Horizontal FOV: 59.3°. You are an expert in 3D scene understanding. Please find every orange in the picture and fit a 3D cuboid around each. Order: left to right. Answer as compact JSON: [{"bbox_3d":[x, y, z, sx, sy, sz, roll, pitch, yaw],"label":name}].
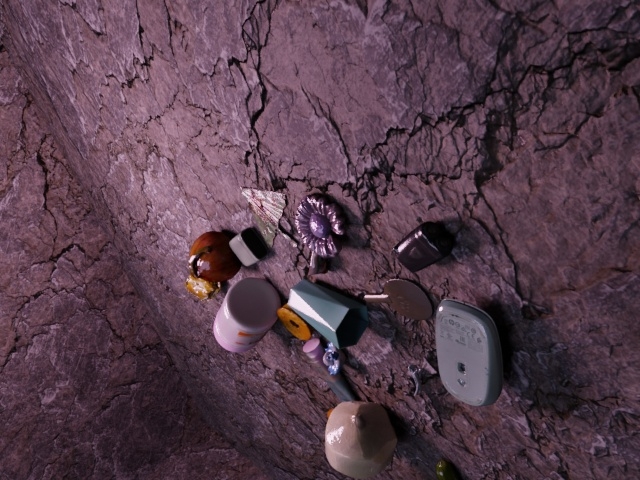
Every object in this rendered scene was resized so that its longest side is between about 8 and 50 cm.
[{"bbox_3d":[-0.479,0.171,2.333,0.170,0.112,0.160,-4,119,17],"label":"orange"}]

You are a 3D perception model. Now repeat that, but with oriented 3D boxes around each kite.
[{"bbox_3d":[-0.164,-0.076,1.734,0.268,0.013,0.323,46,150,11],"label":"kite"}]

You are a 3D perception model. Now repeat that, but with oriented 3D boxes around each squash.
[{"bbox_3d":[0.434,0.811,1.814,0.066,0.066,0.252,-6,117,56],"label":"squash"}]

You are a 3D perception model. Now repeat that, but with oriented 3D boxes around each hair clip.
[{"bbox_3d":[-0.005,0.005,1.547,0.173,0.069,0.300,36,146,26],"label":"hair clip"},{"bbox_3d":[0.278,0.405,1.633,0.039,0.030,0.115,46,154,50],"label":"hair clip"}]

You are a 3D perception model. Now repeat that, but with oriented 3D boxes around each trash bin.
[{"bbox_3d":[-0.244,0.024,1.905,0.116,0.059,0.130,55,151,-4],"label":"trash bin"}]

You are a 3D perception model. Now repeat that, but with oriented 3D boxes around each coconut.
[{"bbox_3d":[0.137,0.662,1.896,0.245,0.245,0.247,35,144,27],"label":"coconut"}]

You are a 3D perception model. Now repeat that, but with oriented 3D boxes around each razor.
[{"bbox_3d":[0.227,0.016,1.253,0.090,0.054,0.148,50,151,3],"label":"razor"}]

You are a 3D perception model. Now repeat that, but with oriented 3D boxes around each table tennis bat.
[{"bbox_3d":[0.200,0.152,1.477,0.234,0.022,0.131,-4,120,53],"label":"table tennis bat"}]

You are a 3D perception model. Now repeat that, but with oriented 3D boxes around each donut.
[{"bbox_3d":[-0.077,0.273,1.934,0.152,0.058,0.152,28,143,24],"label":"donut"}]

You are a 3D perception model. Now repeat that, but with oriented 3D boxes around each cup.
[{"bbox_3d":[0.016,0.204,1.684,0.235,0.148,0.134,30,170,39],"label":"cup"}]

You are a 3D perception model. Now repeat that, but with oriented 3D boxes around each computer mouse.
[{"bbox_3d":[0.352,0.257,1.304,0.159,0.097,0.288,19,126,46],"label":"computer mouse"}]

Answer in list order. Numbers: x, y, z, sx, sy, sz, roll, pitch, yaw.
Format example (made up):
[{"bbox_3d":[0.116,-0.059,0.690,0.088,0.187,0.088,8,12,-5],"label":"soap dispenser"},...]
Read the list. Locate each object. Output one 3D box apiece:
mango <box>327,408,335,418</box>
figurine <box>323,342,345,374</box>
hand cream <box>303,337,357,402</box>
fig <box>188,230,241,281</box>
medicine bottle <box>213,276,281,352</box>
[{"bbox_3d":[0.065,0.691,2.216,0.089,0.046,0.060,-8,118,42],"label":"mango"},{"bbox_3d":[0.041,0.402,1.900,0.114,0.079,0.114,30,124,58],"label":"figurine"},{"bbox_3d":[0.038,0.488,2.014,0.111,0.070,0.312,-2,124,52],"label":"hand cream"},{"bbox_3d":[-0.387,0.064,2.015,0.205,0.205,0.205,34,146,28],"label":"fig"},{"bbox_3d":[-0.276,0.282,2.082,0.202,0.202,0.316,48,150,7],"label":"medicine bottle"}]
